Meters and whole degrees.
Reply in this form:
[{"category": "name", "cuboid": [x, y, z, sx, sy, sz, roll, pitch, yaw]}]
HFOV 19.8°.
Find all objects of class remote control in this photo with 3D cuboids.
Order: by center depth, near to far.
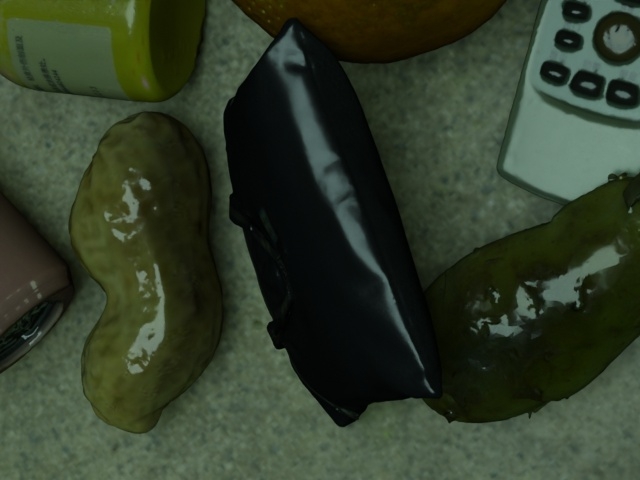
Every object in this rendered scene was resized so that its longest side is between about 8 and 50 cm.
[{"category": "remote control", "cuboid": [0.208, -0.159, 1.230, 0.123, 0.038, 0.285, 18, 97, 15]}]

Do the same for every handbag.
[{"category": "handbag", "cuboid": [0.000, 0.000, 1.228, 0.089, 0.211, 0.254, -19, 84, -19]}]

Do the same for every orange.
[{"category": "orange", "cuboid": [0.048, -0.201, 1.204, 0.237, 0.179, 0.158, -20, 102, 24]}]

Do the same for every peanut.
[{"category": "peanut", "cuboid": [-0.123, 0.023, 1.305, 0.103, 0.098, 0.229, -2, 91, 43]}]

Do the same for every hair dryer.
[{"category": "hair dryer", "cuboid": [-0.355, 0.077, 1.380, 0.210, 0.125, 0.352, 45, 113, 10]}]

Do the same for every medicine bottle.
[{"category": "medicine bottle", "cuboid": [-0.200, -0.167, 1.309, 0.213, 0.122, 0.121, 7, 94, 17]}]

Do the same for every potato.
[{"category": "potato", "cuboid": [0.152, 0.041, 1.221, 0.225, 0.090, 0.117, -37, 100, 20]}]
